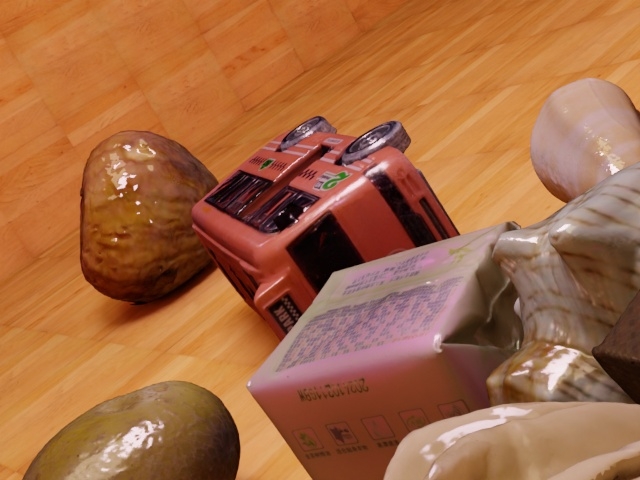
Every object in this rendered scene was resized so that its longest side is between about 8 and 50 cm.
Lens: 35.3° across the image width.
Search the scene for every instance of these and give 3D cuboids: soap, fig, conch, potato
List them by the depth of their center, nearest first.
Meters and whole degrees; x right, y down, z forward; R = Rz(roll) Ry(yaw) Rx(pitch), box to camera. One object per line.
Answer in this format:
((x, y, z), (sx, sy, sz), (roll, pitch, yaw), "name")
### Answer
((0.194, 0.030, 0.644), (0.169, 0.203, 0.386), (18, 78, 26), "conch")
((0.079, 0.101, 0.822), (0.199, 0.138, 0.182), (-17, 20, 36), "soap")
((-0.175, 0.226, 0.862), (0.174, 0.159, 0.251), (-47, 8, 50), "potato")
((0.304, -0.063, 1.017), (0.158, 0.127, 0.255), (-2, 40, -6), "conch")
((-0.214, -0.033, 1.641), (0.369, 0.286, 0.286), (1, 16, -5), "fig")

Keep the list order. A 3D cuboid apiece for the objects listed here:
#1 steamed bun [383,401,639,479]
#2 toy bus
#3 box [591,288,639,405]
((0.101, 0.166, 0.387), (0.276, 0.203, 0.289), (-18, -6, -28), "steamed bun")
((0.000, 0.000, 1.148), (0.233, 0.203, 0.427), (-37, 17, -9), "toy bus")
((0.291, 0.072, 0.450), (0.143, 0.184, 0.273), (-52, 21, -12), "box")
